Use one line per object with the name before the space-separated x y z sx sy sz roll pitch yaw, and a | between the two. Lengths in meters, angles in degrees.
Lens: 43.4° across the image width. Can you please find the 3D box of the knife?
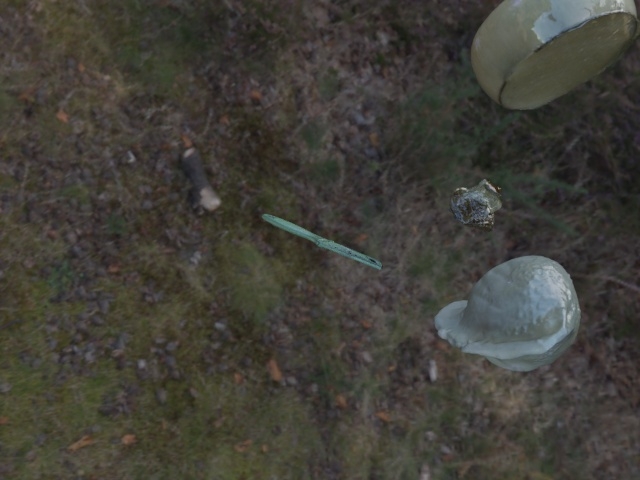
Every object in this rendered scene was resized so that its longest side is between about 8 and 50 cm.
knife | -0.001 0.002 1.672 0.043 0.293 0.020 -20 130 -65

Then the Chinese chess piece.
Chinese chess piece | 0.475 -0.408 1.641 0.338 0.338 0.140 -2 62 -46

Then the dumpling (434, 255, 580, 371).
dumpling | 0.218 0.090 0.942 0.216 0.166 0.126 -90 162 -55

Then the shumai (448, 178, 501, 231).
shumai | 0.413 -0.098 2.073 0.145 0.116 0.145 24 45 -26
